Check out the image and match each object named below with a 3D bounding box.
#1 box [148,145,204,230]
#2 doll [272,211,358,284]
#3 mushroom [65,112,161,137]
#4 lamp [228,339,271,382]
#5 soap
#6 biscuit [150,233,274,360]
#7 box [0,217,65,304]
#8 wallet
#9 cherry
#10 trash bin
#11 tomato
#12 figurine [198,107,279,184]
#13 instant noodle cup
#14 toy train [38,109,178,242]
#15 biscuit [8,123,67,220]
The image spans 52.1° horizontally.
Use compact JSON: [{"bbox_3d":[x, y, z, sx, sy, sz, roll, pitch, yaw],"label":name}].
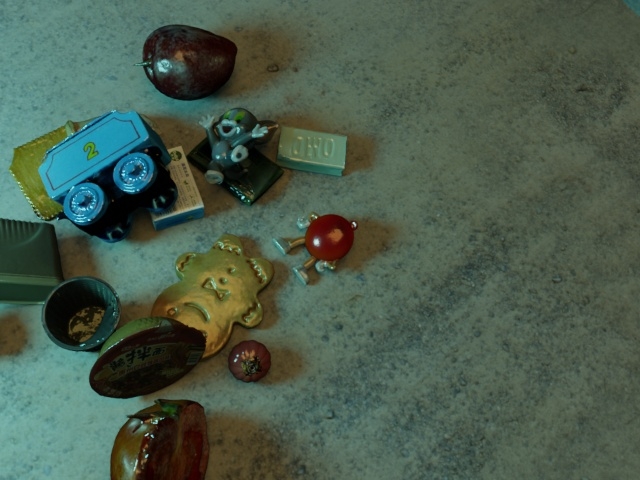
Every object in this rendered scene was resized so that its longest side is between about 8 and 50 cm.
[{"bbox_3d":[-0.409,-0.141,1.763,0.139,0.073,0.194,-18,72,-16],"label":"box"},{"bbox_3d":[0.000,0.000,1.784,0.217,0.085,0.183,-34,75,-4],"label":"doll"},{"bbox_3d":[-0.563,-0.297,1.785,0.247,0.096,0.108,-5,58,-17],"label":"mushroom"},{"bbox_3d":[-0.175,0.298,1.618,0.107,0.092,0.107,-3,103,-13],"label":"lamp"},{"bbox_3d":[-0.026,-0.259,1.893,0.198,0.063,0.115,7,68,-8],"label":"soap"},{"bbox_3d":[-0.282,0.148,1.682,0.275,0.052,0.355,40,65,7],"label":"biscuit"},{"bbox_3d":[-0.753,0.047,1.544,0.274,0.138,0.178,10,56,-44],"label":"box"},{"bbox_3d":[-0.238,-0.218,1.843,0.236,0.055,0.160,38,59,7],"label":"wallet"},{"bbox_3d":[-0.370,-0.504,1.845,0.300,0.203,0.230,-17,32,-24],"label":"cherry"},{"bbox_3d":[-0.552,0.188,1.550,0.175,0.161,0.175,3,70,-9],"label":"trash bin"},{"bbox_3d":[-0.377,0.495,1.444,0.170,0.309,0.309,1,64,22],"label":"tomato"},{"bbox_3d":[-0.224,-0.257,1.760,0.193,0.140,0.265,-1,65,15],"label":"figurine"},{"bbox_3d":[-0.405,0.250,1.512,0.274,0.274,0.091,-20,53,-18],"label":"instant noodle cup"},{"bbox_3d":[-0.528,-0.158,1.639,0.300,0.188,0.265,-32,69,0],"label":"toy train"},{"bbox_3d":[-0.700,-0.191,1.761,0.232,0.013,0.237,-32,76,-21],"label":"biscuit"}]
